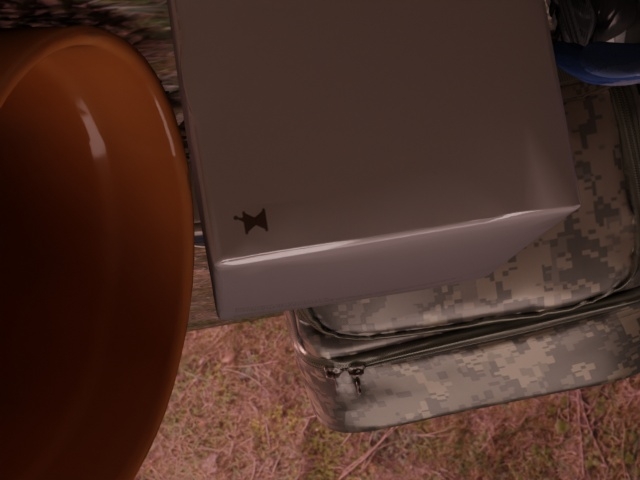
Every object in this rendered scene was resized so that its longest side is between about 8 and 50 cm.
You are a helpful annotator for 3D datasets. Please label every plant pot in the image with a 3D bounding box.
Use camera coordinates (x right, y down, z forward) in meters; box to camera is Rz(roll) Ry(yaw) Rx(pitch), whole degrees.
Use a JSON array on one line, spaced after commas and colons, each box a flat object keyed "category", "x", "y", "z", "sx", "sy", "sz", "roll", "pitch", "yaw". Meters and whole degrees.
[{"category": "plant pot", "x": -0.223, "y": 0.018, "z": 0.996, "sx": 0.203, "sy": 0.290, "sz": 0.291, "roll": 5, "pitch": 179, "yaw": 21}]

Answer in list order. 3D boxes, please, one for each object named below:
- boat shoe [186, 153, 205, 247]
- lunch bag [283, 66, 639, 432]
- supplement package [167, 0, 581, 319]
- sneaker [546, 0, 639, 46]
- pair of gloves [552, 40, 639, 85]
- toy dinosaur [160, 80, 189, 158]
[{"category": "boat shoe", "x": -0.032, "y": -0.031, "z": 1.473, "sx": 0.255, "sy": 0.095, "sz": 0.079, "roll": -7, "pitch": 171, "yaw": -10}, {"category": "lunch bag", "x": 0.096, "y": -0.020, "z": 1.289, "sx": 0.305, "sy": 0.212, "sz": 0.256, "roll": -10, "pitch": 135, "yaw": 1}, {"category": "supplement package", "x": 0.015, "y": -0.066, "z": 0.925, "sx": 0.175, "sy": 0.177, "sz": 0.293, "roll": -9, "pitch": 174, "yaw": -4}, {"category": "sneaker", "x": 0.192, "y": -0.149, "z": 0.940, "sx": 0.132, "sy": 0.086, "sz": 0.229, "roll": -15, "pitch": -177, "yaw": 5}, {"category": "pair of gloves", "x": 0.209, "y": -0.078, "z": 0.816, "sx": 0.198, "sy": 0.023, "sz": 0.159, "roll": -2, "pitch": -172, "yaw": -42}, {"category": "toy dinosaur", "x": -0.131, "y": -0.072, "z": 1.187, "sx": 0.183, "sy": 0.053, "sz": 0.093, "roll": -3, "pitch": 172, "yaw": -43}]
